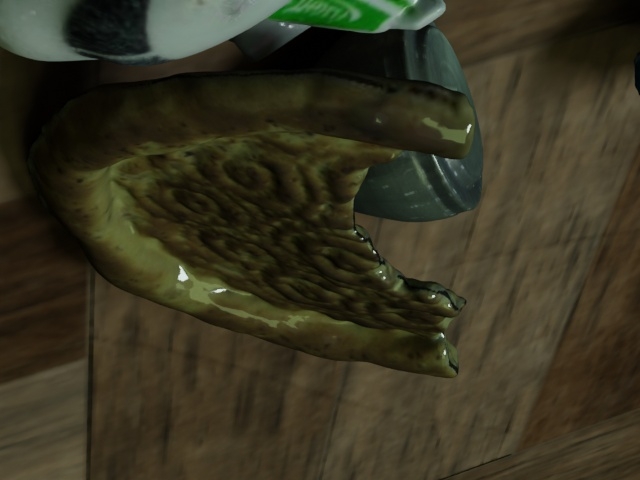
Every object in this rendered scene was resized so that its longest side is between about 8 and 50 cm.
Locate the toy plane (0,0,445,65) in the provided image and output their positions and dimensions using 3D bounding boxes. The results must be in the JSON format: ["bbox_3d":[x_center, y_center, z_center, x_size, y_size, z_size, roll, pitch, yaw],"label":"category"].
[{"bbox_3d":[-0.010,-0.096,0.462,0.174,0.080,0.174,-19,151,-11],"label":"toy plane"}]

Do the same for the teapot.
[{"bbox_3d":[0.019,-0.035,0.613,0.057,0.066,0.088,-15,178,18],"label":"teapot"}]

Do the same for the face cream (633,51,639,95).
[{"bbox_3d":[0.222,-0.146,0.574,0.163,0.080,0.336,2,140,-44],"label":"face cream"}]

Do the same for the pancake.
[{"bbox_3d":[0.000,0.000,0.590,0.184,0.020,0.190,-10,150,40],"label":"pancake"}]
